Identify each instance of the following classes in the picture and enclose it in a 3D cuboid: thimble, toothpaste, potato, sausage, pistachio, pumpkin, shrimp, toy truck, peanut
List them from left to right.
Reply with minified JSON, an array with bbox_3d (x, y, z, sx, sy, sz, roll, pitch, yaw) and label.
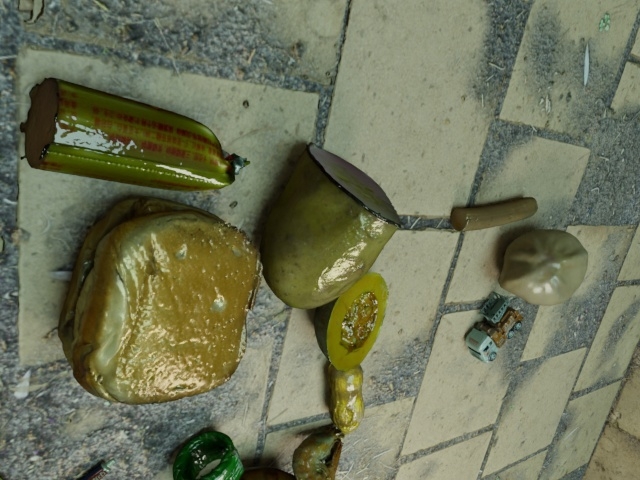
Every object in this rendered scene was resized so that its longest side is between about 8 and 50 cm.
[{"bbox_3d":[-0.425,0.439,0.927,0.140,0.021,0.037,-39,124,-13],"label":"toothpaste"},{"bbox_3d":[-0.234,-0.132,0.738,0.317,0.125,0.117,6,107,-39],"label":"sausage"},{"bbox_3d":[-0.218,0.446,1.025,0.130,0.118,0.090,-17,126,-7],"label":"thimble"},{"bbox_3d":[0.000,0.000,0.946,0.229,0.229,0.266,21,112,-41],"label":"potato"},{"bbox_3d":[0.007,0.504,1.218,0.217,0.051,0.115,-21,82,-57],"label":"shrimp"},{"bbox_3d":[0.051,0.160,1.114,0.217,0.110,0.217,-16,112,-43],"label":"pumpkin"},{"bbox_3d":[0.060,0.359,1.216,0.087,0.087,0.207,-18,118,-30],"label":"peanut"},{"bbox_3d":[0.488,0.252,1.496,0.178,0.080,0.115,-49,126,-10],"label":"toy truck"},{"bbox_3d":[0.450,-0.069,1.332,0.301,0.066,0.066,-9,116,-32],"label":"sausage"},{"bbox_3d":[0.619,0.072,1.441,0.332,0.208,0.226,-14,163,-48],"label":"pistachio"}]

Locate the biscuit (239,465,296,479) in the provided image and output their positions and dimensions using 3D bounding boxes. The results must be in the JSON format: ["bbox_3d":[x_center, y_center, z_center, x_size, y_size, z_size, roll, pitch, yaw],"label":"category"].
[{"bbox_3d":[-0.102,0.649,1.110,0.268,0.115,0.366,-33,95,-42],"label":"biscuit"}]

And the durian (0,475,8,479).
[{"bbox_3d":[-0.519,0.412,0.789,0.086,0.100,0.215,-49,138,-13],"label":"durian"}]

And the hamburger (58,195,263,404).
[{"bbox_3d":[-0.237,0.096,0.808,0.284,0.174,0.304,13,102,-42],"label":"hamburger"}]
